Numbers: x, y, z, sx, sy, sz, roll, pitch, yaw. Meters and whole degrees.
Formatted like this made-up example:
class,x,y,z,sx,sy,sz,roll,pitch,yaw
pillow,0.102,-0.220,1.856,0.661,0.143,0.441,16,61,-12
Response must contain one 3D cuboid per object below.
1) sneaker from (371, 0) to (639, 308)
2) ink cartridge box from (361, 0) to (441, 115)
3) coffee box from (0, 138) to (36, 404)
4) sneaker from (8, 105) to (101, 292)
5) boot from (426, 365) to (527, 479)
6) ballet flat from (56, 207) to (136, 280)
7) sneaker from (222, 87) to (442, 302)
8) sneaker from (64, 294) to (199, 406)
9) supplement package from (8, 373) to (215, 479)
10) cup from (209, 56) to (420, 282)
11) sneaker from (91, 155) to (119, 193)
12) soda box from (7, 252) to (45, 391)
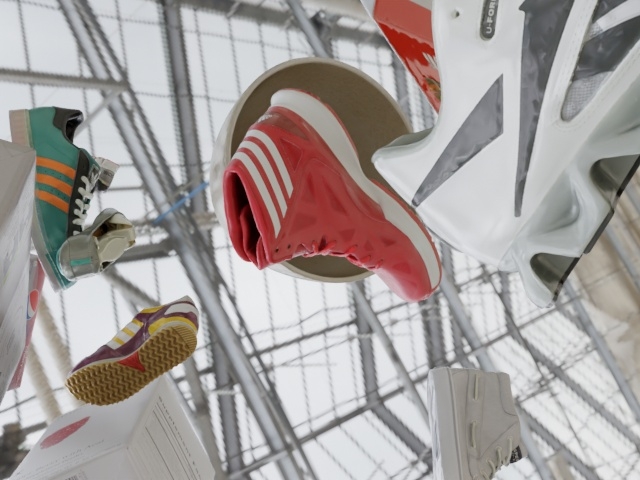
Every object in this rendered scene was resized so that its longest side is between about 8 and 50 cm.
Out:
class,x,y,z,sx,sy,sz,roll,pitch,yaw
sneaker,0.125,-0.133,0.397,0.146,0.330,0.122,33,-155,11
ink cartridge box,0.133,-0.296,0.991,0.308,0.091,0.385,-1,-122,-58
coffee box,-0.333,0.038,0.699,0.168,0.297,0.119,16,-129,-8
sneaker,-0.386,-0.073,1.310,0.121,0.108,0.302,-12,-107,-14
boot,0.211,0.285,1.134,0.123,0.095,0.258,1,-120,-2
ballet flat,-0.286,0.003,1.185,0.213,0.068,0.072,-66,-35,-71
sneaker,0.000,0.000,0.698,0.221,0.087,0.128,49,-116,-21
sneaker,-0.224,0.133,1.056,0.069,0.185,0.084,57,-166,-28
supplement package,-0.255,0.308,1.084,0.293,0.177,0.175,-113,-2,-82
cup,-0.040,-0.086,1.349,0.331,0.237,0.331,5,-101,-28
sneaker,-0.484,-0.130,1.714,0.063,0.170,0.075,72,-154,-76
soda box,-0.598,0.150,1.650,0.092,0.263,0.083,14,-178,8
